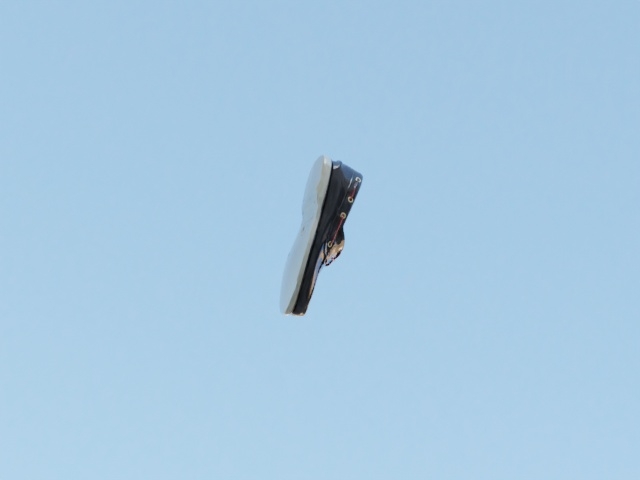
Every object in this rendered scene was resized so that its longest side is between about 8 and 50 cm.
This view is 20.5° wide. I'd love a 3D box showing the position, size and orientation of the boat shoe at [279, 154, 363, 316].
[{"bbox_3d":[0.001,0.000,1.382,0.042,0.133,0.049,22,-19,-18],"label":"boat shoe"}]
